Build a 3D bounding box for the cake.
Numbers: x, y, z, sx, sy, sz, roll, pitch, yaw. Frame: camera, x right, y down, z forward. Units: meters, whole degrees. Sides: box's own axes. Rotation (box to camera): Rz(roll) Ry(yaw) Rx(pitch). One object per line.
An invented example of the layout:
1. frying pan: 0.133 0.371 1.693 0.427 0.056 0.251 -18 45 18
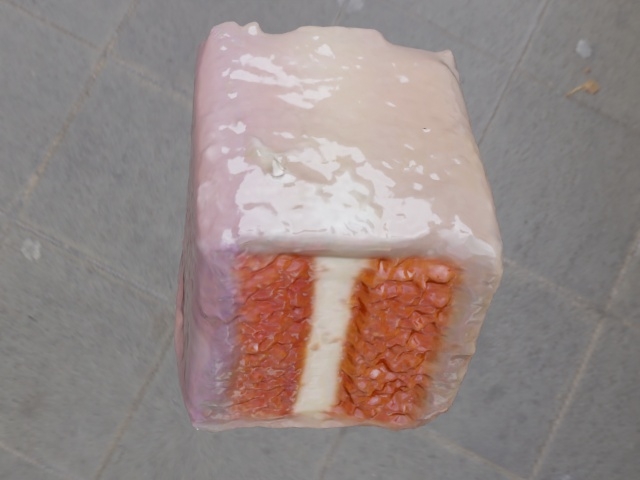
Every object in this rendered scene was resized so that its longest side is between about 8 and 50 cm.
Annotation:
1. cake: 0.000 0.000 0.910 0.236 0.309 0.230 -1 55 -9
